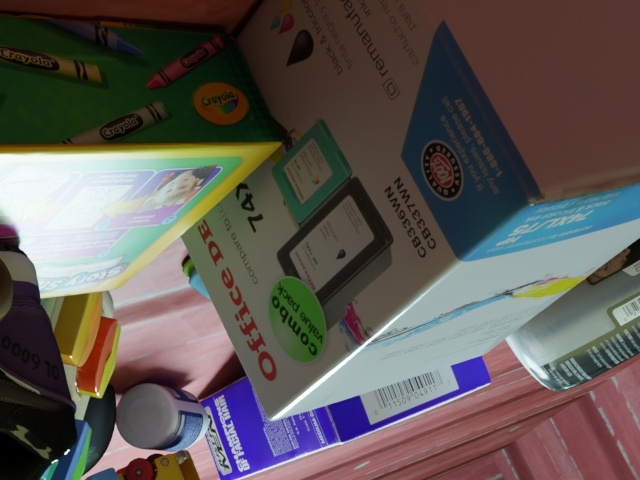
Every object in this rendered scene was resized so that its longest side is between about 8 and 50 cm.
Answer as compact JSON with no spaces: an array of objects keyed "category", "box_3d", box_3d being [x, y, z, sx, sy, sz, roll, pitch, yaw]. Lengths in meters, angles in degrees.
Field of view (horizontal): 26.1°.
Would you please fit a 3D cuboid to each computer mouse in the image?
[{"category":"computer mouse","box_3d":[-0.287,0.224,1.348,0.188,0.072,0.272,-5,153,-50]}]

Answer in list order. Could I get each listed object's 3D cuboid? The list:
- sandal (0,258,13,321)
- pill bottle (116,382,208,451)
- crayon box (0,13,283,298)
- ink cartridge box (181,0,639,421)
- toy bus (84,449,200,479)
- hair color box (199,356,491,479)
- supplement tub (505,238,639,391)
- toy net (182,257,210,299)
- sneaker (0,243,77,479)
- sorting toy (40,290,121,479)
[{"category":"sandal","box_3d":[-0.195,0.009,0.564,0.180,0.072,0.049,-2,135,-53]},{"category":"pill bottle","box_3d":[-0.160,0.185,1.430,0.067,0.067,0.120,-29,163,9]},{"category":"crayon box","box_3d":[-0.174,-0.036,0.710,0.165,0.081,0.278,-38,160,35]},{"category":"ink cartridge box","box_3d":[0.064,-0.051,0.819,0.197,0.198,0.270,-14,159,-39]},{"category":"toy bus","box_3d":[-0.204,0.282,1.360,0.191,0.104,0.202,-16,170,-42]},{"category":"hair color box","box_3d":[0.011,0.163,1.461,0.185,0.110,0.339,-18,170,-28]},{"category":"supplement tub","box_3d":[0.309,-0.023,1.262,0.338,0.207,0.207,-31,163,13]},{"category":"toy net","box_3d":[0.000,0.000,1.159,0.232,0.045,0.122,-13,157,-43]},{"category":"sneaker","box_3d":[-0.228,0.078,0.611,0.283,0.124,0.107,-7,156,-44]},{"category":"sorting toy","box_3d":[-0.173,0.102,0.938,0.038,0.208,0.193,8,162,3]}]
